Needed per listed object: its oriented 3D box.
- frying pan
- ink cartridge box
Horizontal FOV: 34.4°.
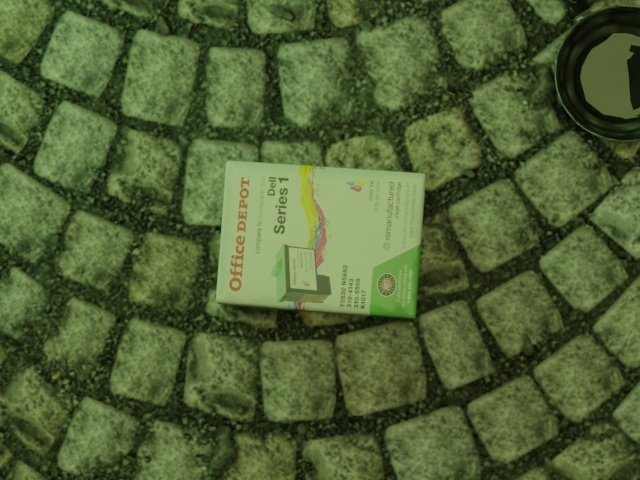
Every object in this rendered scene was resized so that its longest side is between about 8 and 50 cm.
[{"bbox_3d":[0.379,-0.274,1.479,0.326,0.053,0.197,35,89,5],"label":"frying pan"},{"bbox_3d":[0.000,0.000,1.448,0.278,0.117,0.201,4,88,3],"label":"ink cartridge box"}]
